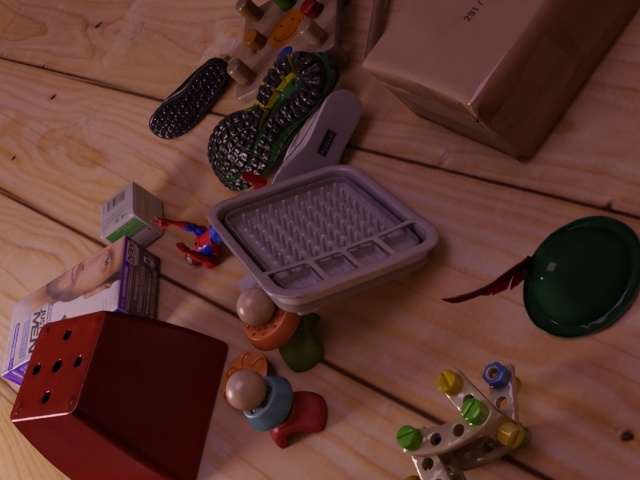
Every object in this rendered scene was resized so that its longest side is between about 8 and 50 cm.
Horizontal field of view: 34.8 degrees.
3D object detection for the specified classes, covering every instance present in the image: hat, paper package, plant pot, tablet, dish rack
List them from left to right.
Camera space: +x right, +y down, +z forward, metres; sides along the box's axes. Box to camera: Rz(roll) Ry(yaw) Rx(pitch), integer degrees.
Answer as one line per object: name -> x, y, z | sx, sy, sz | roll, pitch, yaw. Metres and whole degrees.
plant pot -> -0.355, 0.259, 1.717 | 0.267, 0.235, 0.267 | -14, 52, 39
tablet -> -0.119, 0.085, 1.800 | 0.054, 0.006, 0.083 | -37, 41, 18
dish rack -> 0.000, 0.000, 1.613 | 0.285, 0.072, 0.333 | -20, 35, -18
paper package -> 0.275, -0.327, 1.597 | 0.325, 0.168, 0.309 | -54, 39, -2
hat -> 0.291, 0.017, 1.299 | 0.173, 0.183, 0.209 | -9, 55, 40

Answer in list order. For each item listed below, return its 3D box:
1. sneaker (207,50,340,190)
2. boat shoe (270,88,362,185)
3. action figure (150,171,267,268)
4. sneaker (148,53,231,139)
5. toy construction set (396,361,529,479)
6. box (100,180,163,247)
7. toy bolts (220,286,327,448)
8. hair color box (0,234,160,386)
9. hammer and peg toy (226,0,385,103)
sneaker -> -0.080, -0.217, 1.921 | 0.343, 0.146, 0.134 | -42, 80, 30
boat shoe -> -0.018, -0.147, 1.817 | 0.268, 0.096, 0.088 | -65, 12, -6
action figure -> -0.211, -0.027, 1.832 | 0.280, 0.139, 0.092 | -46, 42, 51
sneaker -> -0.274, -0.311, 2.225 | 0.234, 0.084, 0.097 | -40, 16, 14
toy construction set -> 0.196, 0.306, 1.215 | 0.215, 0.151, 0.328 | -41, 29, 14
box -> -0.389, -0.043, 2.102 | 0.101, 0.087, 0.102 | -34, 43, 22
toy bolts -> -0.105, 0.202, 1.572 | 0.218, 0.158, 0.229 | -34, 42, 22
hair color box -> -0.476, 0.151, 2.026 | 0.338, 0.110, 0.185 | -28, 43, 25
hammer and peg toy -> -0.019, -0.429, 1.999 | 0.361, 0.127, 0.266 | -22, 47, 32
